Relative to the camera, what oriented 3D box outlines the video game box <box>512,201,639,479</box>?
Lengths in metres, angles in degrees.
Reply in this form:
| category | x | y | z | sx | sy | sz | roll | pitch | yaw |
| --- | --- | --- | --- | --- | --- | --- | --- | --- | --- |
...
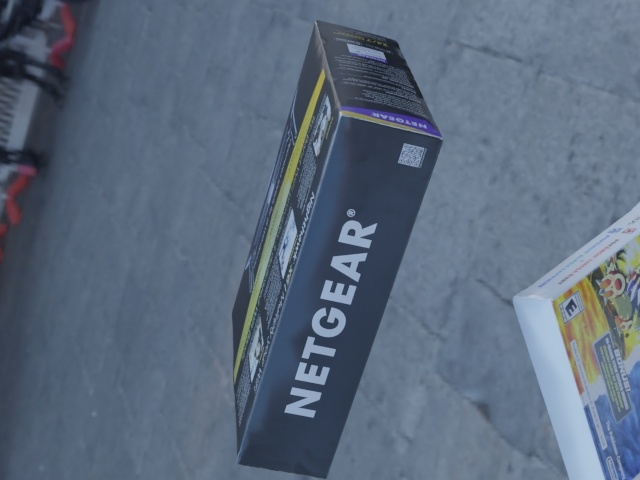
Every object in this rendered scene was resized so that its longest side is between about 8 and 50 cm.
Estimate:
| category | x | y | z | sx | sy | sz | roll | pitch | yaw |
| --- | --- | --- | --- | --- | --- | --- | --- | --- | --- |
| video game box | 0.259 | 0.097 | 0.959 | 0.048 | 0.187 | 0.205 | -1 | 115 | 49 |

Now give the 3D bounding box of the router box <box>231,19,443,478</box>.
| category | x | y | z | sx | sy | sz | roll | pitch | yaw |
| --- | --- | --- | --- | --- | --- | --- | --- | --- | --- |
| router box | 0.000 | 0.000 | 0.957 | 0.243 | 0.081 | 0.309 | -100 | 24 | -63 |
